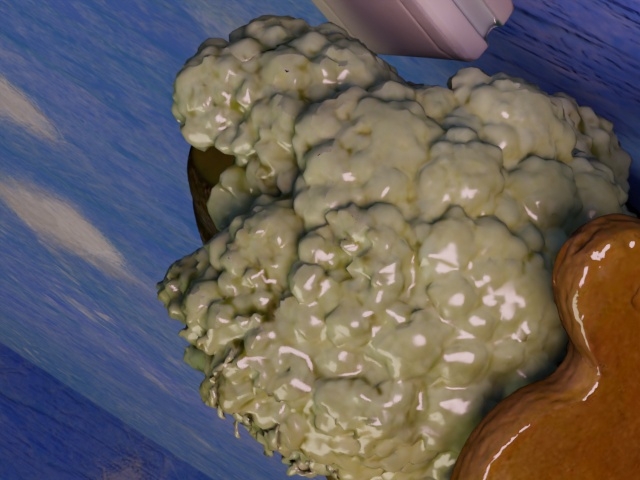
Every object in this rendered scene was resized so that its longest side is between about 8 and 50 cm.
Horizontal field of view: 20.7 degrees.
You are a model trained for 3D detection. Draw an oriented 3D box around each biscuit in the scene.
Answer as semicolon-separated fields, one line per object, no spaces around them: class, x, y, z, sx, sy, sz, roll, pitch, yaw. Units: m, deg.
biscuit;0.177;0.048;0.806;0.197;0.301;0.049;50;176;-30

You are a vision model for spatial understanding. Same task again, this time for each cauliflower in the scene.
cauliflower;0.051;0.013;0.929;0.327;0.260;0.281;50;176;-11

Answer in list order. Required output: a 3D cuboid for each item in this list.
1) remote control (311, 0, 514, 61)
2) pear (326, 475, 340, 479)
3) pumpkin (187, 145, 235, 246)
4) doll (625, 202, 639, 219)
remote control;-0.014;-0.203;0.900;0.277;0.055;0.103;47;160;-31
pear;0.085;0.137;1.388;0.211;0.188;0.228;5;-120;-84
pumpkin;0.001;0.004;1.200;0.248;0.126;0.131;38;147;43
doll;0.152;0.012;1.109;0.145;0.096;0.188;39;175;16
